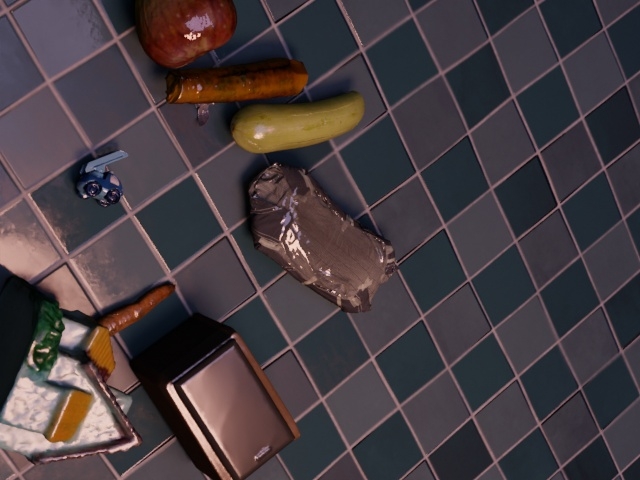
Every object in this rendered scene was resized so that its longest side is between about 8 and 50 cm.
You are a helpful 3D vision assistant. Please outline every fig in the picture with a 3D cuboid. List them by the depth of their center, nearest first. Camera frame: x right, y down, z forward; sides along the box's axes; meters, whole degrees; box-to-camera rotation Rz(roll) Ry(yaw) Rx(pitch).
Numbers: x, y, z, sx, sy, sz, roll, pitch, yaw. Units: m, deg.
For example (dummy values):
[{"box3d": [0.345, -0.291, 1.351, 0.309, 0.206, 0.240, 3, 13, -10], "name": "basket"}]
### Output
[{"box3d": [-0.223, -0.376, 1.899, 0.143, 0.160, 0.231, 10, 56, -52], "name": "fig"}]

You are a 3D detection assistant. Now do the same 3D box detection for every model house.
[{"box3d": [-0.367, 0.210, 1.834, 0.248, 0.280, 0.230, 22, 90, -26], "name": "model house"}]

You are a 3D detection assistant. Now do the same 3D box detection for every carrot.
[{"box3d": [-0.134, -0.255, 1.982, 0.260, 0.070, 0.070, -11, 106, -36], "name": "carrot"}, {"box3d": [-0.300, 0.113, 2.000, 0.165, 0.035, 0.036, -30, 114, -25], "name": "carrot"}]

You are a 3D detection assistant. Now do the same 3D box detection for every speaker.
[{"box3d": [-0.172, 0.260, 2.019, 0.153, 0.192, 0.231, -36, 112, -18], "name": "speaker"}]

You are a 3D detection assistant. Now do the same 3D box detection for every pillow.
[{"box3d": [0.000, 0.000, 2.118, 0.335, 0.092, 0.161, 37, 75, -30], "name": "pillow"}]

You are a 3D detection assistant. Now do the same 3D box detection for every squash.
[{"box3d": [-0.038, -0.198, 2.064, 0.250, 0.083, 0.083, -13, 106, -30], "name": "squash"}]

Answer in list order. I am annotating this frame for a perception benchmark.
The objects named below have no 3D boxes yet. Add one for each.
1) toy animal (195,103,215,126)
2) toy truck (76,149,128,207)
[{"box3d": [-0.183, -0.228, 1.999, 0.050, 0.028, 0.084, -10, 106, -20], "name": "toy animal"}, {"box3d": [-0.336, -0.101, 1.925, 0.073, 0.056, 0.090, 24, 75, -26], "name": "toy truck"}]
